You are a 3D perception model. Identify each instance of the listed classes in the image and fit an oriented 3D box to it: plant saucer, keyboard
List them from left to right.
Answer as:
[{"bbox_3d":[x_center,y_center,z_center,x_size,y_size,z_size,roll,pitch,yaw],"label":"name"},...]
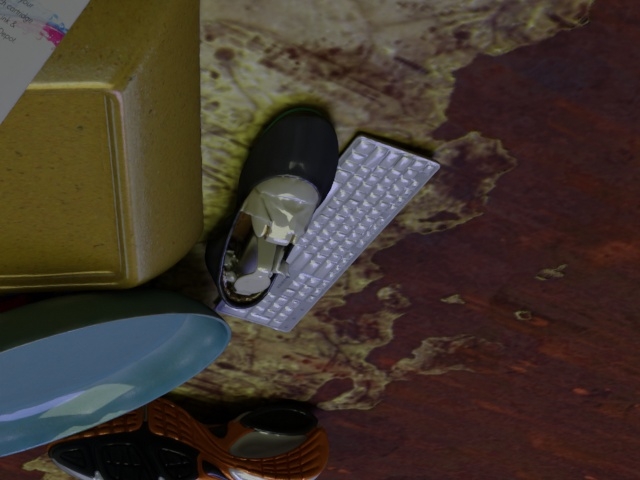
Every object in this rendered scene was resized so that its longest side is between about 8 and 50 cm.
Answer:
[{"bbox_3d":[-0.246,-0.057,1.049,0.332,0.081,0.333,-2,145,-5],"label":"plant saucer"},{"bbox_3d":[-0.227,0.109,1.235,0.317,0.044,0.317,-19,163,-6],"label":"plant saucer"},{"bbox_3d":[0.000,0.000,1.226,0.072,0.014,0.256,13,141,-25],"label":"keyboard"}]

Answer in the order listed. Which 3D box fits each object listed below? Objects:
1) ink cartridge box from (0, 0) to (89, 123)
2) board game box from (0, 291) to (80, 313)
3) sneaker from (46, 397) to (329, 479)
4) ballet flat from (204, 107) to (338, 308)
[{"bbox_3d":[-0.204,-0.159,0.856,0.134,0.078,0.231,33,96,-42],"label":"ink cartridge box"},{"bbox_3d":[-0.270,0.081,1.287,0.133,0.033,0.169,9,143,-20],"label":"board game box"},{"bbox_3d":[-0.131,0.213,1.449,0.262,0.099,0.121,7,148,-16],"label":"sneaker"},{"bbox_3d":[-0.036,-0.013,1.152,0.074,0.074,0.203,8,143,-20],"label":"ballet flat"}]
